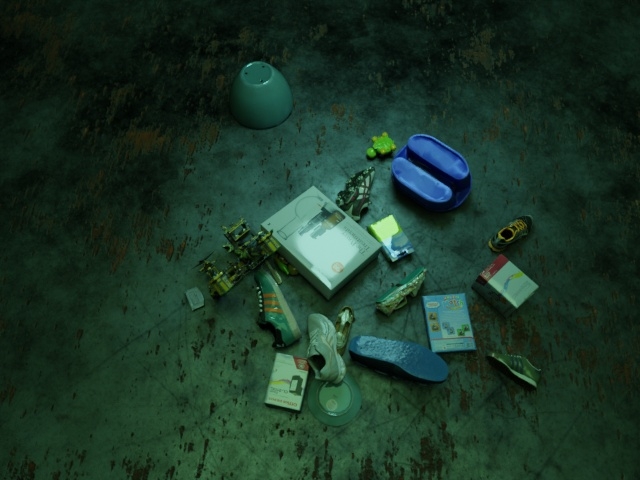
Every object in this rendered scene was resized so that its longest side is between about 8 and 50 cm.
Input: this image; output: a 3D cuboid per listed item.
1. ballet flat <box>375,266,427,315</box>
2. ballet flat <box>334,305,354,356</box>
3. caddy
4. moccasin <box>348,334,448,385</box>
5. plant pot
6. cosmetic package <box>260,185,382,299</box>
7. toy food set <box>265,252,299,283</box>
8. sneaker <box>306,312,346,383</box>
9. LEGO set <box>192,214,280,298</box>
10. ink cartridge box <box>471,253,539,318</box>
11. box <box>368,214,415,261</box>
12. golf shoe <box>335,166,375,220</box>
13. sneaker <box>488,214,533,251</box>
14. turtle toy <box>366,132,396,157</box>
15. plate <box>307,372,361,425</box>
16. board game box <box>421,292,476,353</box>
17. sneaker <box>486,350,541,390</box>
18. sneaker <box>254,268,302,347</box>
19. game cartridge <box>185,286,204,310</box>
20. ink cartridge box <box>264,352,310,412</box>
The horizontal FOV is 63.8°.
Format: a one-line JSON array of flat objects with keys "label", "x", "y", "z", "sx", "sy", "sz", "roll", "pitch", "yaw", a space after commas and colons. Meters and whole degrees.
[{"label": "ballet flat", "x": 0.309, "y": 0.192, "z": 1.909, "sx": 0.241, "sy": 0.091, "sz": 0.077, "roll": -35, "pitch": 100, "yaw": -11}, {"label": "ballet flat", "x": 0.070, "y": 0.324, "z": 1.842, "sx": 0.073, "sy": 0.067, "sz": 0.206, "roll": 13, "pitch": 65, "yaw": 6}, {"label": "caddy", "x": 0.442, "y": -0.269, "z": 2.069, "sx": 0.341, "sy": 0.179, "sz": 0.241, "roll": 37, "pitch": 94, "yaw": 16}, {"label": "moccasin", "x": 0.268, "y": 0.412, "z": 1.779, "sx": 0.342, "sy": 0.117, "sz": 0.137, "roll": 19, "pitch": 54, "yaw": 14}, {"label": "plant pot", "x": -0.267, "y": -0.662, "z": 2.244, "sx": 0.290, "sy": 0.195, "sz": 0.290, "roll": 0, "pitch": 64, "yaw": 0}, {"label": "cosmetic package", "x": 0.000, "y": 0.000, "z": 1.964, "sx": 0.377, "sy": 0.097, "sz": 0.284, "roll": 42, "pitch": 65, "yaw": 18}, {"label": "toy food set", "x": -0.110, "y": 0.071, "z": 1.979, "sx": 0.192, "sy": 0.038, "sz": 0.132, "roll": -31, "pitch": 68, "yaw": -14}, {"label": "sneaker", "x": -0.003, "y": 0.363, "z": 1.768, "sx": 0.099, "sy": 0.121, "sz": 0.262, "roll": -43, "pitch": 53, "yaw": 28}, {"label": "LEGO set", "x": -0.324, "y": 0.037, "z": 1.875, "sx": 0.331, "sy": 0.255, "sz": 0.192, "roll": -40, "pitch": 98, "yaw": -5}, {"label": "ink cartridge box", "x": 0.672, "y": 0.169, "z": 1.881, "sx": 0.127, "sy": 0.128, "sz": 0.176, "roll": -39, "pitch": 70, "yaw": -16}, {"label": "box", "x": 0.277, "y": -0.003, "z": 2.011, "sx": 0.109, "sy": 0.042, "sz": 0.178, "roll": -26, "pitch": 67, "yaw": -11}, {"label": "golf shoe", "x": 0.156, "y": -0.195, "z": 2.085, "sx": 0.120, "sy": 0.105, "sz": 0.273, "roll": 54, "pitch": 50, "yaw": -22}, {"label": "sneaker", "x": 0.755, "y": -0.036, "z": 2.005, "sx": 0.215, "sy": 0.083, "sz": 0.084, "roll": -36, "pitch": 68, "yaw": -17}, {"label": "turtle toy", "x": 0.255, "y": -0.394, "z": 2.185, "sx": 0.130, "sy": 0.066, "sz": 0.095, "roll": -24, "pitch": 67, "yaw": -10}, {"label": "plate", "x": 0.049, "y": 0.538, "z": 1.765, "sx": 0.188, "sy": 0.024, "sz": 0.188, "roll": 0, "pitch": 64, "yaw": -1}, {"label": "board game box", "x": 0.463, "y": 0.302, "z": 1.868, "sx": 0.160, "sy": 0.039, "sz": 0.211, "roll": -4, "pitch": 65, "yaw": -2}, {"label": "sneaker", "x": 0.681, "y": 0.433, "z": 1.796, "sx": 0.192, "sy": 0.064, "sz": 0.086, "roll": 35, "pitch": 62, "yaw": 15}, {"label": "sneaker", "x": -0.186, "y": 0.245, "z": 1.859, "sx": 0.121, "sy": 0.108, "sz": 0.302, "roll": -25, "pitch": 68, "yaw": -16}, {"label": "game cartridge", "x": -0.468, "y": 0.217, "z": 1.924, "sx": 0.056, "sy": 0.017, "sz": 0.083, "roll": -24, "pitch": 67, "yaw": -7}, {"label": "ink cartridge box", "x": -0.110, "y": 0.489, "z": 1.761, "sx": 0.127, "sy": 0.072, "sz": 0.175, "roll": 11, "pitch": 64, "yaw": 4}]
